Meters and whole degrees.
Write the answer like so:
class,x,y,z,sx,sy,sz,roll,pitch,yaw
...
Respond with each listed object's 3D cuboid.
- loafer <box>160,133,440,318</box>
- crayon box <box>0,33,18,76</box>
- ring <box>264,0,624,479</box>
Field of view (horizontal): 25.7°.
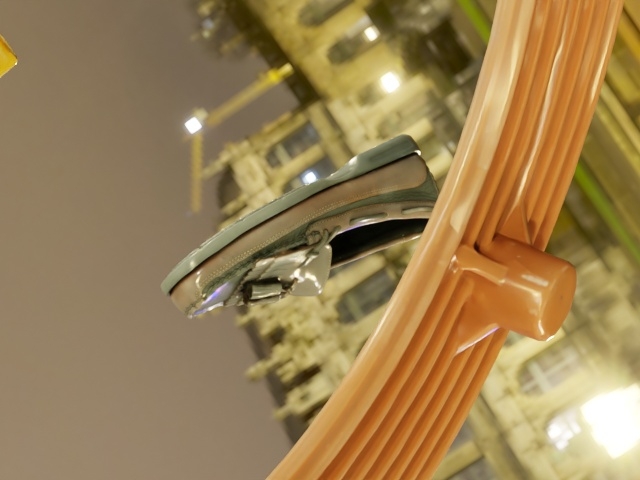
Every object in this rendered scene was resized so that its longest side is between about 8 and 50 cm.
class,x,y,z,sx,sy,sz,roll,pitch,yaw
loafer,0.000,0.000,1.099,0.084,0.267,0.096,55,145,6
crayon box,-0.368,-0.104,1.081,0.202,0.318,0.081,12,141,57
ring,-0.010,-0.029,0.229,0.032,0.336,0.336,21,170,28
